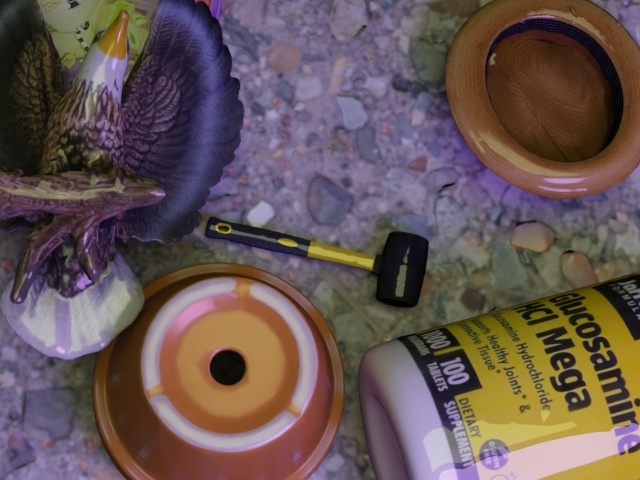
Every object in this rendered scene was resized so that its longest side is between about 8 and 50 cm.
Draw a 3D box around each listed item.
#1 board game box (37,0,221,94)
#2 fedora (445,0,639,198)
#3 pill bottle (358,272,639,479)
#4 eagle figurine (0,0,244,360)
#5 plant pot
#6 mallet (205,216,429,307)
[{"bbox_3d":[-0.188,-0.214,1.283,0.208,0.056,0.347,10,76,-9],"label":"board game box"},{"bbox_3d":[0.193,-0.118,1.287,0.194,0.079,0.194,1,72,-4],"label":"fedora"},{"bbox_3d":[0.212,0.131,1.177,0.334,0.188,0.188,-15,80,-10],"label":"pill bottle"},{"bbox_3d":[-0.179,-0.083,1.135,0.225,0.298,0.226,-37,111,11],"label":"eagle figurine"},{"bbox_3d":[-0.075,0.106,1.149,0.205,0.188,0.205,1,77,-6],"label":"plant pot"},{"bbox_3d":[0.000,0.000,1.263,0.190,0.039,0.062,20,77,2],"label":"mallet"}]
